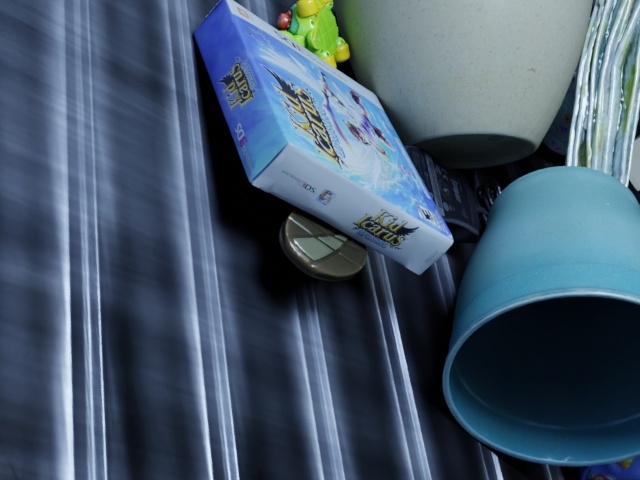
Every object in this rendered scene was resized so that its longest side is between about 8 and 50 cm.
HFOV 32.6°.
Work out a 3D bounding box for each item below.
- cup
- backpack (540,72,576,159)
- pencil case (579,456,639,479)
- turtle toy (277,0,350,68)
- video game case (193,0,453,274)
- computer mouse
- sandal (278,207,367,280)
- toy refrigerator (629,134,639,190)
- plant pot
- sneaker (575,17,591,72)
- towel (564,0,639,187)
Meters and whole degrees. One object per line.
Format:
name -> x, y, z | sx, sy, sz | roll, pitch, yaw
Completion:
cup -> 0.180, -0.222, 1.357 | 0.331, 0.331, 0.237 | 11, 73, -49
backpack -> 0.397, -0.206, 1.779 | 0.182, 0.115, 0.152 | 18, 46, -49
pencil case -> 0.341, 0.148, 1.357 | 0.119, 0.133, 0.306 | 1, 56, -20
turtle toy -> -0.020, -0.240, 1.292 | 0.130, 0.066, 0.095 | -49, 126, -55
video game case -> 0.001, -0.113, 1.152 | 0.244, 0.061, 0.270 | 26, 28, -38
computer mouse -> 0.159, -0.007, 1.341 | 0.262, 0.060, 0.184 | 14, 58, -52
sandal -> 0.000, 0.000, 1.114 | 0.090, 0.060, 0.219 | 43, 17, -5
toy refrigerator -> 0.669, -0.178, 2.138 | 0.094, 0.102, 0.269 | 57, 31, 3
plant pot -> 0.273, 0.065, 1.209 | 0.271, 0.271, 0.255 | 39, 36, -25
sneaker -> 0.480, -0.258, 1.904 | 0.099, 0.153, 0.282 | -10, 70, -56
towel -> 0.383, -0.162, 1.506 | 0.374, 0.090, 0.321 | 42, 59, -76
